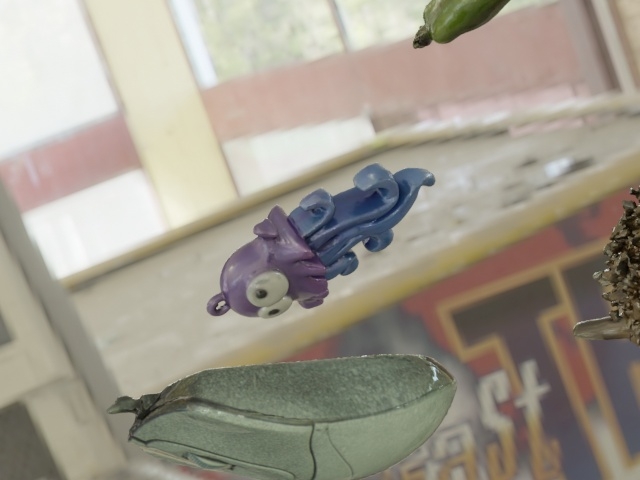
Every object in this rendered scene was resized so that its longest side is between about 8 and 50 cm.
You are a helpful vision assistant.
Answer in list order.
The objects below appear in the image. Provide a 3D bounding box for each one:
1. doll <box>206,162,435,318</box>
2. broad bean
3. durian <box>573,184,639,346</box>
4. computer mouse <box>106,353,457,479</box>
[{"bbox_3d":[0.000,0.000,1.354,0.206,0.110,0.067,-34,50,-5],"label":"doll"},{"bbox_3d":[0.172,-0.204,1.216,0.254,0.046,0.065,-28,-26,4],"label":"broad bean"},{"bbox_3d":[0.202,0.011,0.926,0.188,0.091,0.148,-29,45,38],"label":"durian"},{"bbox_3d":[-0.017,0.118,1.084,0.229,0.068,0.113,-4,-22,-21],"label":"computer mouse"}]
